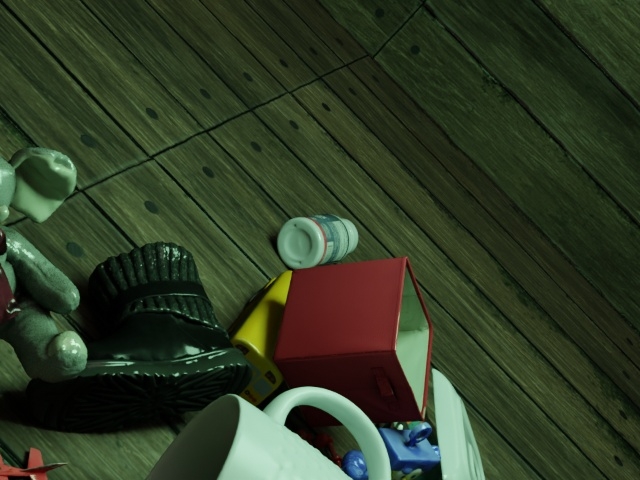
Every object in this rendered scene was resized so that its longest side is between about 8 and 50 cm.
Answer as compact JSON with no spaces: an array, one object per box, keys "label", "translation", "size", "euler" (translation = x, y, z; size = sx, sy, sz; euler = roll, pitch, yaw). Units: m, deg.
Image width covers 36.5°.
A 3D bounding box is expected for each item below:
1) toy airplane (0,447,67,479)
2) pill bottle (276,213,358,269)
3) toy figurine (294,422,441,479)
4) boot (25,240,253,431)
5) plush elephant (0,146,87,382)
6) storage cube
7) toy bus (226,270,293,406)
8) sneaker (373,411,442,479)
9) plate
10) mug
[{"label":"toy airplane","translation":[-0.372,0.274,1.156],"size":[0.151,0.028,0.151],"euler":[35,29,-23]},{"label":"pill bottle","translation":[0.000,0.000,1.995],"size":[0.108,0.108,0.180],"euler":[53,27,15]},{"label":"toy figurine","translation":[0.069,0.329,1.508],"size":[0.362,0.217,0.191],"euler":[17,38,-45]},{"label":"boot","translation":[-0.285,0.126,1.376],"size":[0.347,0.131,0.260],"euler":[2,44,-45]},{"label":"plush elephant","translation":[-0.427,-0.001,1.164],"size":[0.271,0.256,0.330],"euler":[-2,36,-19]},{"label":"storage cube","translation":[0.057,0.160,1.511],"size":[0.215,0.193,0.184],"euler":[-80,155,-42]},{"label":"toy bus","translation":[-0.085,0.153,1.630],"size":[0.108,0.130,0.333],"euler":[44,26,-4]},{"label":"sneaker","translation":[0.129,0.318,1.720],"size":[0.121,0.108,0.302],"euler":[16,48,-38]},{"label":"plate","translation":[0.255,0.409,1.704],"size":[0.278,0.045,0.277],"euler":[-86,159,-56]},{"label":"mug","translation":[-0.034,0.356,1.202],"size":[0.328,0.276,0.374],"euler":[38,52,-15]}]
